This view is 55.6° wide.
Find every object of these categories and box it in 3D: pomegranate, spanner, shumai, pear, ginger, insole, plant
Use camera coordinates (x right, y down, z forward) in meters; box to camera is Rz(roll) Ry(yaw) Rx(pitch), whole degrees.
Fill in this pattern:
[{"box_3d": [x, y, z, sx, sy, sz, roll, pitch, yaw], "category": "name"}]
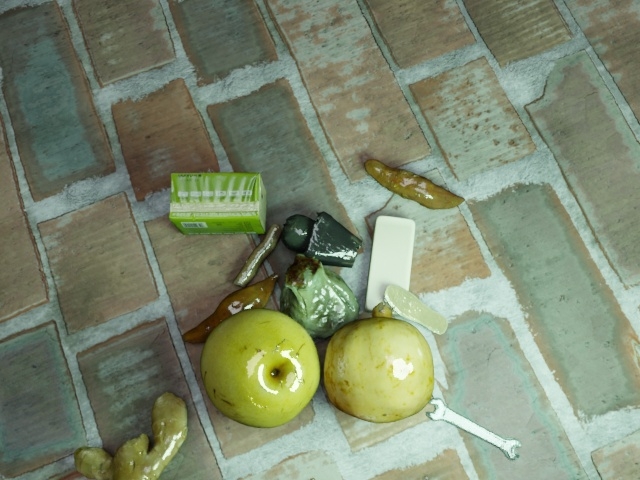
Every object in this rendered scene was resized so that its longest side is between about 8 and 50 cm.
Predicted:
[{"box_3d": [0.167, 0.346, 1.733, 0.343, 0.342, 0.342, 0, 75, 1], "category": "pomegranate"}, {"box_3d": [0.459, 0.561, 1.814, 0.302, 0.017, 0.071, 25, 77, 9], "category": "spanner"}, {"box_3d": [-0.008, 0.178, 1.829, 0.261, 0.222, 0.225, 30, 75, 5], "category": "shumai"}, {"box_3d": [-0.170, 0.359, 1.724, 0.349, 0.348, 0.348, 0, 75, 1], "category": "pear"}, {"box_3d": [-0.507, 0.645, 1.720, 0.363, 0.122, 0.348, -26, 46, -14], "category": "ginger"}, {"box_3d": [0.294, 0.214, 1.860, 0.248, 0.011, 0.081, 31, 70, -18], "category": "insole"}, {"box_3d": [0.000, 0.000, 1.916, 0.256, 0.142, 0.164, 18, 77, 2], "category": "plant"}]

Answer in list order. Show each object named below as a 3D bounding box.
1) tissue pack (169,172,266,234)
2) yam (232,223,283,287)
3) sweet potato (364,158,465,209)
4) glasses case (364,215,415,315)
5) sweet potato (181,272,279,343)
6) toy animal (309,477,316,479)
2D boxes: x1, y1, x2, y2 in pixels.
[{"box_3d": [-0.317, -0.114, 1.923, 0.275, 0.200, 0.167, -2, 76, 1], "category": "tissue pack"}, {"box_3d": [-0.199, 0.049, 1.953, 0.057, 0.057, 0.241, 33, 80, 10], "category": "yam"}, {"box_3d": [0.301, -0.175, 1.977, 0.355, 0.095, 0.106, 22, 36, 4], "category": "sweet potato"}, {"box_3d": [0.220, 0.080, 1.923, 0.131, 0.070, 0.312, 7, 75, 3], "category": "glasses case"}, {"box_3d": [-0.264, 0.218, 1.880, 0.359, 0.112, 0.112, -39, 77, -12], "category": "sweet potato"}, {"box_3d": [0.036, 0.746, 1.722, 0.256, 0.116, 0.114, 5, 73, 3], "category": "toy animal"}]
